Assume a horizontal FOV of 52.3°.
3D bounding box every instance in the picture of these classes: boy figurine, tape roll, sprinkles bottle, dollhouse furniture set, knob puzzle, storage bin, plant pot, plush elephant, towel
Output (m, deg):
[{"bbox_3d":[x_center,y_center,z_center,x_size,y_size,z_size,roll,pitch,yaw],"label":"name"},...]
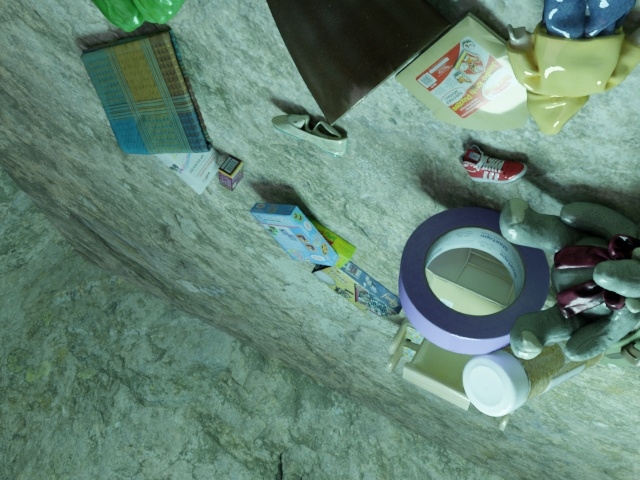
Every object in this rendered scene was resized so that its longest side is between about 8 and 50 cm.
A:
[{"bbox_3d":[0.319,-0.239,0.803,0.177,0.092,0.285,-3,153,9],"label":"boy figurine"},{"bbox_3d":[0.288,0.074,1.247,0.275,0.274,0.090,25,156,16],"label":"tape roll"},{"bbox_3d":[0.445,0.248,1.334,0.121,0.356,0.121,15,109,48],"label":"sprinkles bottle"},{"bbox_3d":[0.343,0.350,1.714,0.362,0.256,0.394,25,150,19],"label":"dollhouse furniture set"},{"bbox_3d":[0.238,-0.237,0.980,0.213,0.030,0.213,17,148,11],"label":"knob puzzle"},{"bbox_3d":[0.356,0.122,1.464,0.260,0.123,0.262,25,157,16],"label":"storage bin"},{"bbox_3d":[0.026,-0.318,0.908,0.230,0.215,0.215,50,155,-7],"label":"plant pot"},{"bbox_3d":[0.476,0.063,1.022,0.330,0.271,0.255,4,173,-8],"label":"plush elephant"},{"bbox_3d":[-0.399,-0.324,1.486,0.370,0.040,0.271,6,122,44],"label":"towel"}]

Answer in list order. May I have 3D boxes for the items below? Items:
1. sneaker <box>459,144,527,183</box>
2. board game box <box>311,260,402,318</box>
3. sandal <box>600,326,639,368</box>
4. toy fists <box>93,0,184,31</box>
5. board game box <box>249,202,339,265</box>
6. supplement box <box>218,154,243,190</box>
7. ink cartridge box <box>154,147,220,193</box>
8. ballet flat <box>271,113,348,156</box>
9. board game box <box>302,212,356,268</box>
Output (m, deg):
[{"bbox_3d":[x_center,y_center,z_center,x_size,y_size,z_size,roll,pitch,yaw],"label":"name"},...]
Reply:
[{"bbox_3d":[0.292,-0.132,1.122,0.067,0.042,0.118,42,158,-31],"label":"sneaker"},{"bbox_3d":[0.108,0.139,1.915,0.243,0.042,0.165,38,157,-14],"label":"board game box"},{"bbox_3d":[0.674,0.244,1.353,0.120,0.086,0.303,32,158,-1],"label":"sandal"},{"bbox_3d":[-0.335,-0.462,1.178,0.279,0.096,0.142,9,139,46],"label":"toy fists"},{"bbox_3d":[-0.067,-0.015,1.707,0.160,0.039,0.211,7,146,44],"label":"board game box"},{"bbox_3d":[-0.231,-0.174,1.684,0.043,0.055,0.083,30,157,7],"label":"supplement box"},{"bbox_3d":[-0.332,-0.213,1.666,0.181,0.104,0.062,44,154,-29],"label":"ink cartridge box"},{"bbox_3d":[-0.019,-0.228,1.326,0.168,0.057,0.052,25,129,6],"label":"ballet flat"},{"bbox_3d":[0.000,0.000,1.763,0.181,0.043,0.092,33,157,-4],"label":"board game box"}]
